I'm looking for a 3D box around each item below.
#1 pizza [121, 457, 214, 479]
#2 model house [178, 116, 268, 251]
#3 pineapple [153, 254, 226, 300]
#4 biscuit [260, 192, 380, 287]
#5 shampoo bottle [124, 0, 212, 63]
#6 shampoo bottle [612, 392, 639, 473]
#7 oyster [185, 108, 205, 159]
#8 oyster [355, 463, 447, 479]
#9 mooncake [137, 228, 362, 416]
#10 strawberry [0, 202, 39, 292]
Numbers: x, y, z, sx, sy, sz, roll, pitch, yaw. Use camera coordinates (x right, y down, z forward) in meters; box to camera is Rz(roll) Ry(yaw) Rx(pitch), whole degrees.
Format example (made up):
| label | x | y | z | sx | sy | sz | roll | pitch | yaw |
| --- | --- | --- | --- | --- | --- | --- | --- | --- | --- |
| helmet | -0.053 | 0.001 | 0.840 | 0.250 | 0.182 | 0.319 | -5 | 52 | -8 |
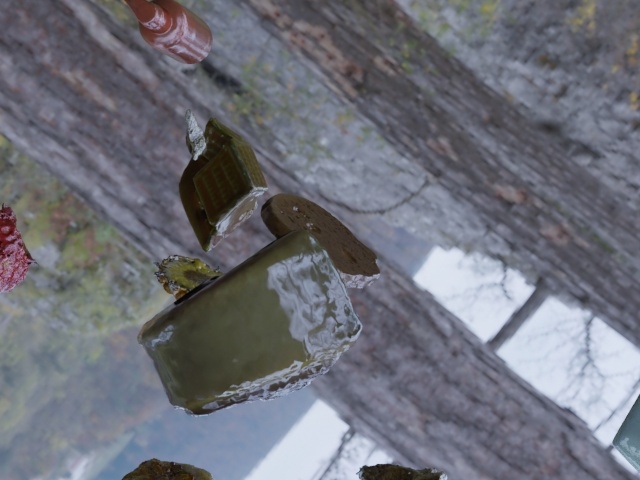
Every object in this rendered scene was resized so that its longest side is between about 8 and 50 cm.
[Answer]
| label | x | y | z | sx | sy | sz | roll | pitch | yaw |
| --- | --- | --- | --- | --- | --- | --- | --- | --- | --- |
| pizza | -0.291 | 0.434 | 1.796 | 0.197 | 0.058 | 0.292 | -7 | -177 | -23 |
| model house | -0.222 | -0.152 | 2.256 | 0.173 | 0.268 | 0.239 | -21 | 167 | -20 |
| pineapple | -0.291 | 0.098 | 2.337 | 0.047 | 0.221 | 0.221 | -65 | 172 | 20 |
| biscuit | -0.001 | 0.001 | 1.937 | 0.049 | 0.257 | 0.273 | -54 | 168 | 18 |
| shampoo bottle | -0.233 | -0.329 | 1.558 | 0.085 | 0.085 | 0.244 | -53 | 173 | 5 |
| shampoo bottle | 0.517 | 0.294 | 1.164 | 0.134 | 0.360 | 0.078 | -64 | 160 | 13 |
| oyster | -0.242 | -0.208 | 1.979 | 0.080 | 0.038 | 0.083 | -111 | -158 | -53 |
| oyster | 0.165 | 0.550 | 2.134 | 0.396 | 0.204 | 0.111 | 82 | 22 | -54 |
| mooncake | -0.117 | 0.153 | 1.808 | 0.393 | 0.246 | 0.394 | -26 | -179 | 12 |
| strawberry | -0.550 | 0.022 | 1.510 | 0.228 | 0.174 | 0.098 | -33 | 161 | -37 |
